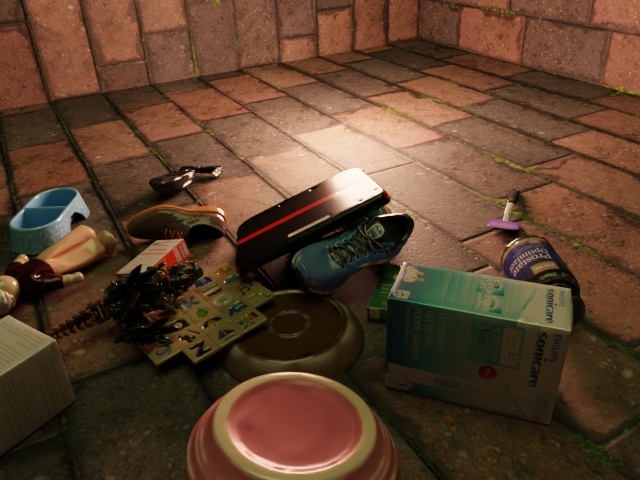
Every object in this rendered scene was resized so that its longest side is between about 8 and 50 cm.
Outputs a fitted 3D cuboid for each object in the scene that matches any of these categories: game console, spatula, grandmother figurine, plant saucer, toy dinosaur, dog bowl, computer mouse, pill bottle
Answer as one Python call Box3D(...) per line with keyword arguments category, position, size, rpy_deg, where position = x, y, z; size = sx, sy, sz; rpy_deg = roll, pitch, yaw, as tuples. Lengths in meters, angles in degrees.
Box3D(category="game console", position=(-0.033, -0.054, 1.428), size=(0.387, 0.060, 0.342), rpy_deg=(-27, 20, 1))
Box3D(category="spatula", position=(0.539, -0.090, 1.641), size=(0.084, 0.030, 0.296), rpy_deg=(11, 33, 21))
Box3D(category="grandmother figurine", position=(-0.679, 0.069, 1.404), size=(0.208, 0.103, 0.342), rpy_deg=(4, 27, 28))
Box3D(category="plant saucer", position=(-0.064, 0.188, 1.200), size=(0.311, 0.050, 0.310), rpy_deg=(-3, 31, 2))
Box3D(category="toy dinosaur", position=(-0.395, 0.138, 1.220), size=(0.322, 0.164, 0.218), rpy_deg=(-45, 23, -16))
Box3D(category="dog bowl", position=(-0.784, -0.065, 1.662), size=(0.166, 0.074, 0.297), rpy_deg=(-2, 31, 1))
Box3D(category="computer mouse", position=(-0.426, -0.193, 1.872), size=(0.184, 0.060, 0.262), rpy_deg=(0, 19, 13))
Box3D(category="plant saucer", position=(-0.041, 0.312, 0.898), size=(0.333, 0.084, 0.332), rpy_deg=(4, 24, -2))
Box3D(category="pill bottle", position=(0.481, 0.091, 1.245), size=(0.123, 0.122, 0.219), rpy_deg=(-3, 30, -1))

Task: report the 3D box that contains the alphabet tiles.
Box3D(category="alphabet tiles", position=(-0.273, 0.150, 1.259), size=(0.285, 0.011, 0.343), rpy_deg=(-30, 33, -26))

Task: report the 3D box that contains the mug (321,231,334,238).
Box3D(category="mug", position=(0.002, -0.002, 1.508), size=(0.078, 0.062, 0.064), rpy_deg=(26, 32, 29))

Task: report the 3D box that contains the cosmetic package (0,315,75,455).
Box3D(category="cosmetic package", position=(-0.570, 0.258, 1.016), size=(0.151, 0.151, 0.184), rpy_deg=(16, 35, 30))

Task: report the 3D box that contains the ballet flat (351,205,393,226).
Box3D(category="ballet flat", position=(0.130, -0.077, 1.586), size=(0.123, 0.123, 0.348), rpy_deg=(-16, 34, -21))

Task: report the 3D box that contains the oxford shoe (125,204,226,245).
Box3D(category="oxford shoe", position=(-0.391, -0.035, 1.563), size=(0.272, 0.096, 0.098), rpy_deg=(-7, 37, -7))

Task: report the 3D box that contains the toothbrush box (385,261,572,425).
Box3D(category="toothbrush box", position=(0.273, 0.178, 1.023), size=(0.296, 0.216, 0.126), rpy_deg=(9, 33, 17))

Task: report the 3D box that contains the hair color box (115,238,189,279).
Box3D(category="hair color box", position=(-0.412, 0.059, 1.427), size=(0.093, 0.053, 0.167), rpy_deg=(-3, 29, 27))

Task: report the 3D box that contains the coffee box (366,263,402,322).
Box3D(category="coffee box", position=(0.180, 0.121, 1.300), size=(0.113, 0.040, 0.184), rpy_deg=(7, 31, 17))

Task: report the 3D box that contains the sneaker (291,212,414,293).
Box3D(category="sneaker", position=(0.079, 0.008, 1.290), size=(0.330, 0.147, 0.129), rpy_deg=(-25, 74, -33))
